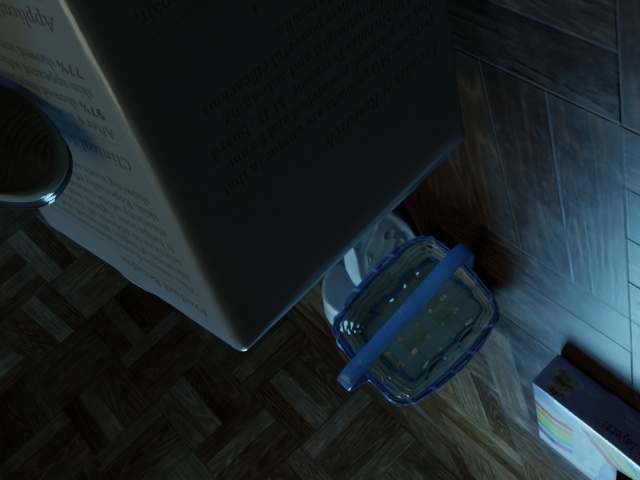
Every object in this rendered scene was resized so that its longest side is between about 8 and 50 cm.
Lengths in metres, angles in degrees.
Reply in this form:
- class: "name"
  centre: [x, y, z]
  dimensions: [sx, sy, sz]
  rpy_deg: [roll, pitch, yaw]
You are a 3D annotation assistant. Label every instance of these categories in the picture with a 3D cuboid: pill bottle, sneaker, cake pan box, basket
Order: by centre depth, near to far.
- class: "sneaker"
  centre: [-0.249, -0.062, 0.646]
  dimensions: [0.222, 0.083, 0.118]
  rpy_deg: [20, 165, 33]
- class: "basket"
  centre: [0.144, 0.114, 1.212]
  dimensions: [0.201, 0.255, 0.289]
  rpy_deg: [45, -173, 18]
- class: "cake pan box"
  centre: [0.446, 0.318, 1.223]
  dimensions: [0.267, 0.070, 0.246]
  rpy_deg: [39, 168, 32]
- class: "sneaker"
  centre: [0.033, -0.057, 1.369]
  dimensions: [0.236, 0.130, 0.323]
  rpy_deg: [47, 175, 46]
- class: "pill bottle"
  centre: [0.071, 0.134, 1.795]
  dimensions: [0.131, 0.131, 0.229]
  rpy_deg: [44, 168, 15]

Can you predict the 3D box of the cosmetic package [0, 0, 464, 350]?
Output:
- class: "cosmetic package"
  centre: [-0.117, -0.192, 0.699]
  dimensions: [0.329, 0.327, 0.394]
  rpy_deg: [26, 149, 37]
